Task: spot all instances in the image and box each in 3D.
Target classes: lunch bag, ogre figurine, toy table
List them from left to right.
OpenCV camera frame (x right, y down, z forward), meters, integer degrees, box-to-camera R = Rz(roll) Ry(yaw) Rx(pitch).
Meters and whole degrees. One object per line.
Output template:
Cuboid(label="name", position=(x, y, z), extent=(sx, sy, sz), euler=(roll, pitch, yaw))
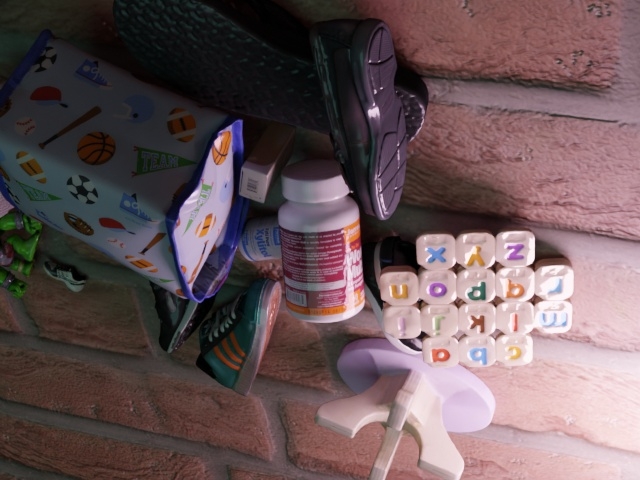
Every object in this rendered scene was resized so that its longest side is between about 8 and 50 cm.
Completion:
Cuboid(label="ogre figurine", position=(-0.560, 0.012, 2.192), extent=(0.118, 0.097, 0.197), euler=(19, 150, -8))
Cuboid(label="lunch bag", position=(-0.285, -0.084, 1.822), extent=(0.327, 0.239, 0.385), euler=(26, 155, 12))
Cuboid(label="toy table", position=(0.138, 0.287, 2.059), extent=(0.274, 0.161, 0.252), euler=(13, 136, 16))

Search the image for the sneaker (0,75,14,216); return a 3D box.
Cuboid(label="sneaker", position=(-0.511, -0.155, 1.980), extent=(0.127, 0.126, 0.321), euler=(40, 143, 2))

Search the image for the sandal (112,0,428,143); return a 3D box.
Cuboid(label="sandal", position=(-0.067, -0.249, 1.693), extent=(0.445, 0.107, 0.167), euler=(20, 138, -11))

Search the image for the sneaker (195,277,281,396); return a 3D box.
Cuboid(label="sneaker", position=(-0.148, 0.159, 2.114), extent=(0.121, 0.108, 0.302), euler=(21, 139, 1))

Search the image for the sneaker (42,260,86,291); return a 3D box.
Cuboid(label="sneaker", position=(-0.458, 0.057, 2.235), extent=(0.083, 0.032, 0.037), euler=(33, 124, -13))

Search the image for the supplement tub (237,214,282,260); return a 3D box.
Cuboid(label="supplement tub", position=(-0.070, -0.006, 1.941), extent=(0.107, 0.071, 0.071), euler=(-7, 128, 32))

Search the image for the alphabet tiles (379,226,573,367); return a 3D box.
Cuboid(label="alphabet tiles", position=(0.233, 0.087, 1.857), extent=(0.284, 0.021, 0.278), euler=(-3, 130, 7))

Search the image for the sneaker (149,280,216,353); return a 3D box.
Cuboid(label="sneaker", position=(-0.241, 0.067, 2.093), extent=(0.124, 0.107, 0.283), euler=(32, 131, 8))

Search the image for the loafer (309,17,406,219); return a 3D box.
Cuboid(label="loafer", position=(0.050, -0.162, 1.628), extent=(0.095, 0.109, 0.303), euler=(14, 136, 24))

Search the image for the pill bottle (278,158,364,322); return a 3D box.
Cuboid(label="pill bottle", position=(0.000, 0.000, 1.835), extent=(0.121, 0.121, 0.221), euler=(5, 113, 23))

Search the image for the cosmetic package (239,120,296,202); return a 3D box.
Cuboid(label="cosmetic package", position=(-0.077, -0.115, 1.802), extent=(0.041, 0.115, 0.060), euler=(20, 136, 9))

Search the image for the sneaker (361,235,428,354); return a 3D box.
Cuboid(label="sneaker", position=(0.142, 0.089, 1.918), extent=(0.121, 0.079, 0.217), euler=(-13, 123, 38))
